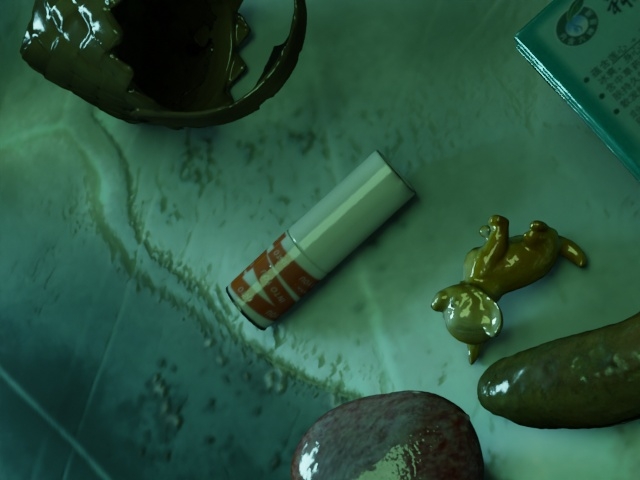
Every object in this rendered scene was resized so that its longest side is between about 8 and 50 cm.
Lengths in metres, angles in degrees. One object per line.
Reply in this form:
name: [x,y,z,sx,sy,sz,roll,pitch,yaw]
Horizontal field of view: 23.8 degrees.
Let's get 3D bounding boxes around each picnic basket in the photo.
picnic basket: [-0.092,-0.137,1.000,0.178,0.137,0.128,10,79,33]

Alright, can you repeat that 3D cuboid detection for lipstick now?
lipstick: [0.000,0.000,0.956,0.130,0.038,0.038,-42,57,8]

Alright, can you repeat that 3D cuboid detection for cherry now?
cherry: [0.004,0.166,0.865,0.225,0.090,0.107,-41,68,19]

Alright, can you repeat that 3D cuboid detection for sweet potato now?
sweet potato: [0.205,0.049,0.810,0.273,0.075,0.075,-27,60,22]

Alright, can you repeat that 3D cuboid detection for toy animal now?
toy animal: [0.108,0.031,0.884,0.081,0.060,0.083,16,77,-5]

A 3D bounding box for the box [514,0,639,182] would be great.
box: [0.251,-0.131,0.839,0.245,0.092,0.153,-41,58,10]
